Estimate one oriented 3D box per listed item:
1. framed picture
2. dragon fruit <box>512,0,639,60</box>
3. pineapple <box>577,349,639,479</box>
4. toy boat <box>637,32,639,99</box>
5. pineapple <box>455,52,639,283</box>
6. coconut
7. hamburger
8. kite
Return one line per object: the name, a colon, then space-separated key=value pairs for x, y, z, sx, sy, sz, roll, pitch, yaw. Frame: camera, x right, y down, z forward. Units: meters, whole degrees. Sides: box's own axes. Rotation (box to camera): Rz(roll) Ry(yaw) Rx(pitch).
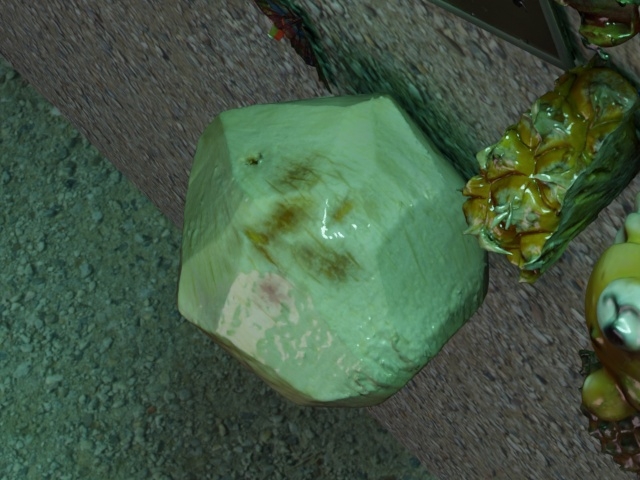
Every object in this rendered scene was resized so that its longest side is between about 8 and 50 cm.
framed picture: x=0.136 y=-0.287 z=1.736 sx=0.274 sy=0.017 sz=0.217 roll=35 pitch=162 yaw=41
dragon fruit: x=0.184 y=-0.288 z=1.341 sx=0.295 sy=0.130 sz=0.268 roll=45 pitch=166 yaw=9
pineapple: x=0.378 y=0.191 z=2.076 sx=0.193 sy=0.166 sz=0.166 roll=41 pitch=165 yaw=29
toy boat: x=0.308 y=-0.140 z=1.537 sx=0.060 sy=0.061 sz=0.137 roll=34 pitch=162 yaw=42
pineapple: x=0.245 y=-0.076 z=1.735 sx=0.114 sy=0.236 sz=0.186 roll=47 pitch=-153 yaw=19
coconut: x=0.000 y=0.000 z=2.200 sx=0.415 sy=0.415 sz=0.344 roll=47 pitch=143 yaw=-1
hamburger: x=0.365 y=0.081 z=1.635 sx=0.276 sy=0.237 sz=0.276 roll=41 pitch=164 yaw=14
kite: x=-0.053 y=-0.292 z=2.309 sx=0.241 sy=0.014 sz=0.183 roll=48 pitch=169 yaw=-4
